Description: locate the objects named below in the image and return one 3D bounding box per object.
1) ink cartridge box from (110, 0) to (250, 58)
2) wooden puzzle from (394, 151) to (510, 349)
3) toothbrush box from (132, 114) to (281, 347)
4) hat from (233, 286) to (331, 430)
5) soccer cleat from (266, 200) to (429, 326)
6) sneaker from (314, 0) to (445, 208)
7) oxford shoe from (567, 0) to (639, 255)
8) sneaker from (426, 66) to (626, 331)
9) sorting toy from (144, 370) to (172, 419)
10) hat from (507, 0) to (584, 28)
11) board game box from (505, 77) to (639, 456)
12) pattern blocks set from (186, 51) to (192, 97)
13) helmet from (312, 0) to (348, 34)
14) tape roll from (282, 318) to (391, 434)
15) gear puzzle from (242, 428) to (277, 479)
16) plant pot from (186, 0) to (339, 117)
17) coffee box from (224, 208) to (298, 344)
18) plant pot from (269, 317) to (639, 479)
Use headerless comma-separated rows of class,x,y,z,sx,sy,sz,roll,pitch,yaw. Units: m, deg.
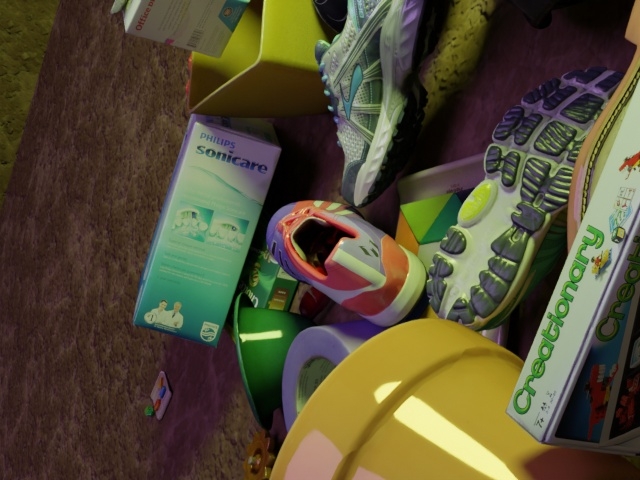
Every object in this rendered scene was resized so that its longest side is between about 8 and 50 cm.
ink cartridge box,-0.174,-0.297,1.370,0.092,0.143,0.089,-55,36,35
wooden puzzle,0.127,0.033,1.193,0.221,0.044,0.238,-14,68,59
toothbrush box,-0.162,-0.031,1.601,0.216,0.126,0.295,-114,40,-75
hat,-0.001,0.128,1.416,0.208,0.184,0.172,72,-171,-51
soccer cleat,0.000,0.000,1.265,0.108,0.116,0.318,-56,28,-1
sneaker,0.053,-0.174,1.268,0.122,0.110,0.282,21,117,18
oxford shoe,0.286,-0.070,0.868,0.130,0.123,0.348,16,95,56
sneaker,0.194,-0.035,1.033,0.107,0.110,0.275,38,96,30
sorting toy,-0.267,0.263,1.854,0.083,0.012,0.062,-65,31,22
hat,0.215,-0.275,1.042,0.331,0.134,0.331,-35,7,5
board game box,0.268,0.007,0.790,0.053,0.193,0.305,41,115,58
pattern blocks set,-0.148,-0.349,1.640,0.325,0.026,0.285,-56,-37,-65
helmet,0.074,-0.324,1.314,0.161,0.170,0.169,-35,50,58
tape roll,0.038,0.180,1.211,0.189,0.080,0.188,17,110,56
gear puzzle,-0.073,0.402,1.425,0.175,0.044,0.338,-45,39,47
plant pot,-0.036,-0.268,1.457,0.212,0.187,0.212,-22,60,58
coffee box,-0.076,0.061,1.555,0.113,0.040,0.184,47,120,57
plant pot,0.125,0.229,0.905,0.203,0.291,0.290,23,100,45
